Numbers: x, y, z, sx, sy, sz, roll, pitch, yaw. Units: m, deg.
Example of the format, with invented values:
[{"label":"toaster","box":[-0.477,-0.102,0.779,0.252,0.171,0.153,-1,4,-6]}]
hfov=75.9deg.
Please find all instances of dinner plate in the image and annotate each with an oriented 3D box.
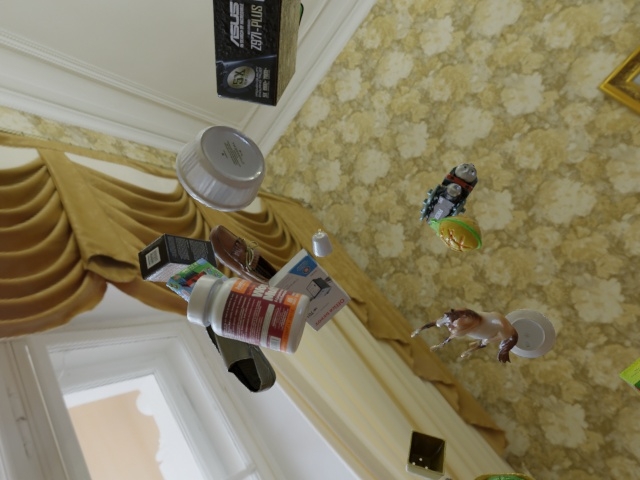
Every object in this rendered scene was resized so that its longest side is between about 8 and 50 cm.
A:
[{"label":"dinner plate","box":[0.582,0.264,1.159,0.141,0.141,0.017,-50,-19,23]}]

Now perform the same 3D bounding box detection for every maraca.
[{"label":"maraca","box":[0.400,-0.022,1.222,0.099,0.186,0.127,-44,-68,-13]}]

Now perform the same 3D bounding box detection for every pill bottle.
[{"label":"pill bottle","box":[-0.142,0.143,0.824,0.121,0.222,0.121,14,-90,-85]}]

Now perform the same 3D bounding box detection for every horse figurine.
[{"label":"horse figurine","box":[0.326,0.196,0.876,0.264,0.066,0.174,16,-42,-19]}]

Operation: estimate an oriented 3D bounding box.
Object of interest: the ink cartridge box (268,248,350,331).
[{"label":"ink cartridge box","box":[-0.030,0.141,1.168,0.140,0.190,0.082,-44,16,0]}]

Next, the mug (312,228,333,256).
[{"label":"mug","box":[-0.002,0.003,1.268,0.062,0.078,0.064,-32,-46,-20]}]

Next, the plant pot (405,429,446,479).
[{"label":"plant pot","box":[0.236,0.502,0.942,0.081,0.081,0.083,-64,-17,-48]}]

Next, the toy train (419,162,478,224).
[{"label":"toy train","box":[0.461,-0.151,1.471,0.190,0.142,0.334,-54,-14,-12]}]

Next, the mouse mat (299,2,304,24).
[{"label":"mouse mat","box":[-0.125,-0.472,0.955,0.007,0.153,0.189,-38,-26,-54]}]

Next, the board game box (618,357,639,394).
[{"label":"board game box","box":[0.544,0.174,0.587,0.181,0.092,0.043,-46,-7,9]}]

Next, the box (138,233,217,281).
[{"label":"box","box":[-0.492,0.068,1.429,0.153,0.108,0.207,-29,-22,26]}]

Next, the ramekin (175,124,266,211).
[{"label":"ramekin","box":[-0.295,-0.233,1.274,0.273,0.272,0.127,-12,-20,-43]}]

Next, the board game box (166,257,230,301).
[{"label":"board game box","box":[-0.325,0.154,1.235,0.039,0.212,0.160,-54,-4,26]}]

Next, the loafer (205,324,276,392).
[{"label":"loafer","box":[-0.205,0.282,1.042,0.094,0.251,0.087,-41,-3,6]}]

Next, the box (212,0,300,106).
[{"label":"box","box":[-0.073,-0.284,0.510,0.078,0.147,0.180,10,-49,2]}]

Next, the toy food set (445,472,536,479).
[{"label":"toy food set","box":[0.360,0.551,0.846,0.218,0.128,0.071,-21,-38,28]}]

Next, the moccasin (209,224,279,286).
[{"label":"moccasin","box":[-0.282,0.078,1.627,0.147,0.380,0.139,-27,25,29]}]
